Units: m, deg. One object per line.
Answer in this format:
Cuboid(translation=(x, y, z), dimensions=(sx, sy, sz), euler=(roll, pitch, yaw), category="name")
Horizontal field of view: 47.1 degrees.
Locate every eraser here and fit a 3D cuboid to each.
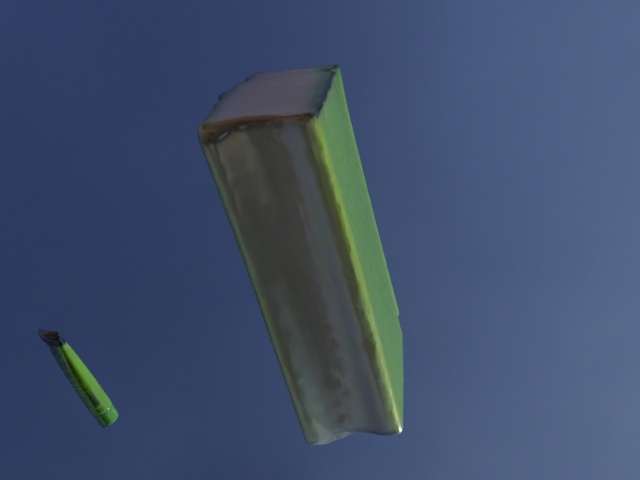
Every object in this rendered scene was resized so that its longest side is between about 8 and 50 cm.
Cuboid(translation=(0.000, 0.000, 0.607), dimensions=(0.092, 0.274, 0.210), euler=(-13, -158, 11), category="eraser")

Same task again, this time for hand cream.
Cuboid(translation=(-0.244, 0.138, 0.742), dimensions=(0.036, 0.121, 0.023), euler=(0, -144, 42), category="hand cream")
